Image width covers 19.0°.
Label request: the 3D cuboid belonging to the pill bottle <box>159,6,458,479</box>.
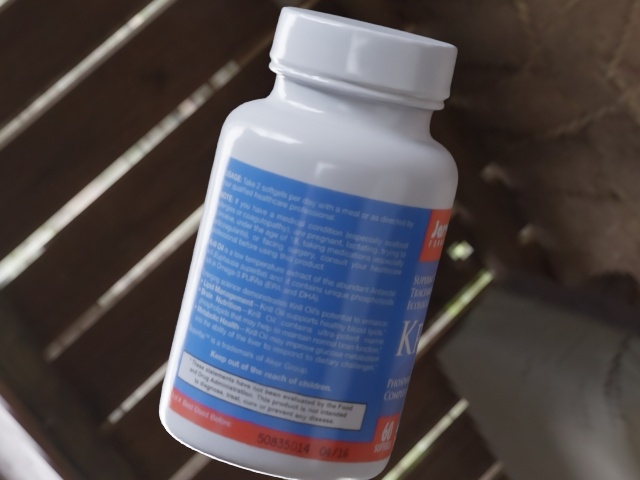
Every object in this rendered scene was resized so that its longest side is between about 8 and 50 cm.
[{"bbox_3d":[0.000,0.000,0.966,0.124,0.221,0.124,13,-171,-2],"label":"pill bottle"}]
